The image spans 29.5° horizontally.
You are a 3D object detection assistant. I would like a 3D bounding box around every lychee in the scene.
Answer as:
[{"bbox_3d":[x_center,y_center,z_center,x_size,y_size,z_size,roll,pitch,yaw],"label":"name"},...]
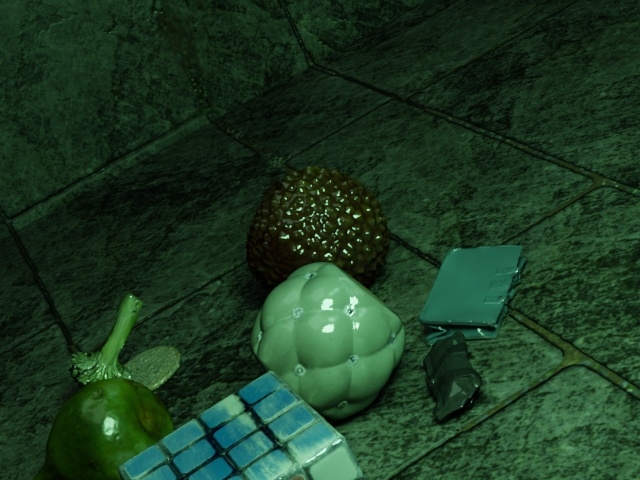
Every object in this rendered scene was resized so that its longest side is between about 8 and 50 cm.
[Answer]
[{"bbox_3d":[0.000,0.000,2.257,0.267,0.267,0.267,-21,24,10],"label":"lychee"}]

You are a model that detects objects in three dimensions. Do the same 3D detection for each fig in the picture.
[{"bbox_3d":[-0.380,0.354,2.007,0.275,0.206,0.206,-33,21,20],"label":"fig"}]

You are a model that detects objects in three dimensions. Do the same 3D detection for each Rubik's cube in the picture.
[{"bbox_3d":[-0.073,0.365,1.561,0.256,0.253,0.259,-32,23,-15],"label":"Rubik's cube"}]

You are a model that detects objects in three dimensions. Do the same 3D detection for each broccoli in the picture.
[{"bbox_3d":[-0.388,0.197,2.277,0.204,0.118,0.122,-63,19,6],"label":"broccoli"}]

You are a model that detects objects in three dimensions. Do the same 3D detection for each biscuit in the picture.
[{"bbox_3d":[-0.335,0.254,2.329,0.152,0.020,0.152,-21,26,11],"label":"biscuit"}]

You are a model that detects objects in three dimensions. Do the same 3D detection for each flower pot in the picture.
[{"bbox_3d":[0.015,0.154,1.923,0.195,0.246,0.246,-52,25,3],"label":"flower pot"}]

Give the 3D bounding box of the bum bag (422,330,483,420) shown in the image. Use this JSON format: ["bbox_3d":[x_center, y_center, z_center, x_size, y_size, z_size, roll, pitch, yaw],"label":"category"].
[{"bbox_3d":[0.203,0.207,1.866,0.087,0.049,0.198,-46,20,16],"label":"bum bag"}]

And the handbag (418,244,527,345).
[{"bbox_3d":[0.259,0.087,2.046,0.144,0.057,0.221,-6,30,29],"label":"handbag"}]
